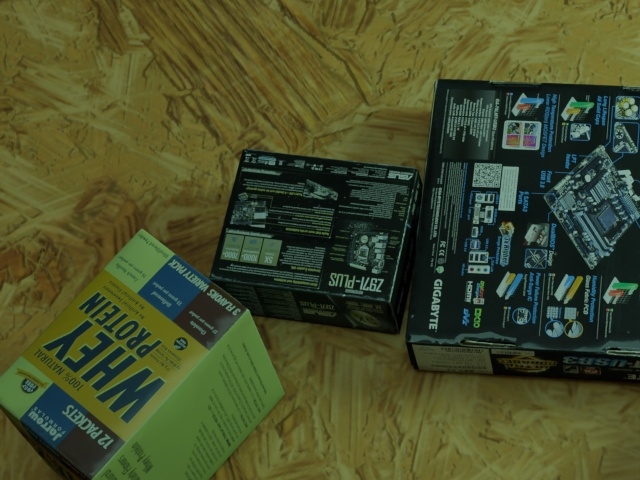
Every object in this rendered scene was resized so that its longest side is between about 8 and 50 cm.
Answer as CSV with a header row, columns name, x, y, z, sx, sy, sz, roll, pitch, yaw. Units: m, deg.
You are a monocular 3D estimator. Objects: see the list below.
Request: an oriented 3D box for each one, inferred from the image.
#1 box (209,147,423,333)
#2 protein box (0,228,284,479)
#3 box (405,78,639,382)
name,x,y,z,sx,sy,sz,roll,pitch,yaw
box,0.000,0.000,1.802,0.180,0.077,0.147,6,64,13
protein box,-0.162,0.138,1.688,0.136,0.200,0.201,36,74,24
box,0.242,-0.013,1.773,0.293,0.073,0.296,3,63,10
